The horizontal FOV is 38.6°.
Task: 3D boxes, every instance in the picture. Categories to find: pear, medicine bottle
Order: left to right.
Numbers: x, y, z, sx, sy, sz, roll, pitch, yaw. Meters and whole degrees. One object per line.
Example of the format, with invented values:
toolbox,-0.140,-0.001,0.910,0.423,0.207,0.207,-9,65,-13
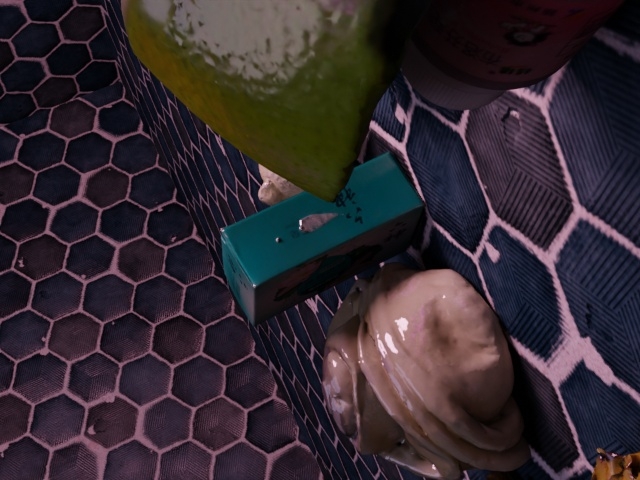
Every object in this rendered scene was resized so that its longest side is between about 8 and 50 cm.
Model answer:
pear,-0.019,-0.224,0.584,0.399,0.165,0.399,-166,90,-85
medicine bottle,0.127,-0.179,0.615,0.147,0.147,0.247,63,166,10

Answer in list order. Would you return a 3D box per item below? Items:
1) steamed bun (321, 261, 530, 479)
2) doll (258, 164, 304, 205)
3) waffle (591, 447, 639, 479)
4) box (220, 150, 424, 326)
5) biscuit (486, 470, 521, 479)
steamed bun,0.108,0.177,1.156,0.280,0.207,0.268,22,134,68
doll,-0.025,-0.192,1.241,0.149,0.175,0.278,10,123,38
waffle,0.341,0.372,0.782,0.382,0.095,0.380,-162,59,-71
box,0.000,0.000,1.176,0.092,0.245,0.153,60,166,19
biscuit,0.275,0.364,1.218,0.124,0.026,0.175,62,167,0
